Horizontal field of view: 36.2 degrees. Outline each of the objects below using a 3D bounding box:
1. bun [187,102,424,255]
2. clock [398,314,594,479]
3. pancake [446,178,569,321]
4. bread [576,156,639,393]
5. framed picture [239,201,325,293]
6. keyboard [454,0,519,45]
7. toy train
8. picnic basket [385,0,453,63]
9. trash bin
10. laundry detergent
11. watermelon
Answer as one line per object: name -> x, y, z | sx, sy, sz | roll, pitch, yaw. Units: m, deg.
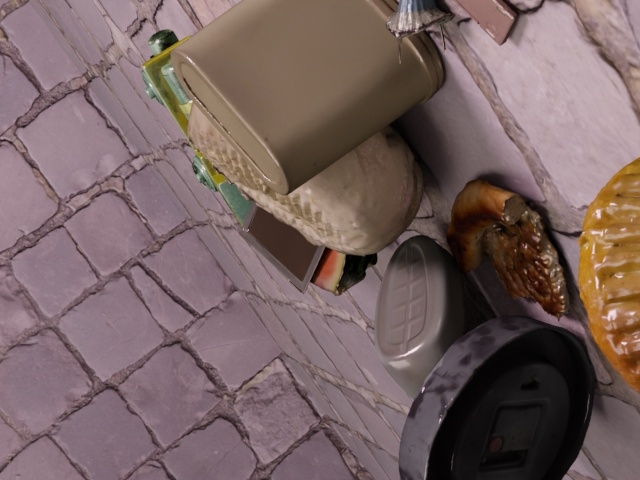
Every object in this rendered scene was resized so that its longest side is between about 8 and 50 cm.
bun -> -0.010, -0.137, 1.383 | 0.359, 0.211, 0.360 | 36, 172, 6
clock -> 0.243, 0.257, 1.325 | 0.067, 0.325, 0.325 | 27, 151, 48
pancake -> 0.230, 0.002, 1.299 | 0.212, 0.056, 0.257 | 33, 156, 51
bread -> 0.320, 0.028, 0.795 | 0.240, 0.240, 0.139 | 55, 152, -11
framed picture -> -0.037, -0.066, 1.691 | 0.197, 0.014, 0.252 | 41, 117, 35
keyboard -> 0.141, -0.274, 1.017 | 0.166, 0.017, 0.055 | 48, 160, 13
toy train -> -0.204, -0.218, 1.820 | 0.369, 0.150, 0.237 | 59, 174, -25
picnic basket -> 0.108, -0.242, 1.095 | 0.083, 0.065, 0.083 | 25, 133, 50
trash bin -> -0.018, -0.210, 1.184 | 0.243, 0.247, 0.121 | 50, 163, 13
laundry detergent -> 0.242, 0.194, 1.474 | 0.398, 0.124, 0.264 | 45, -149, -30
watermelon -> 0.024, -0.001, 1.769 | 0.128, 0.159, 0.303 | 20, -176, -32
